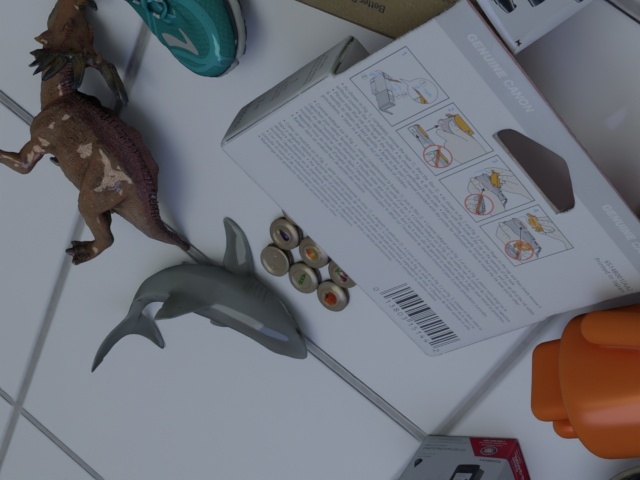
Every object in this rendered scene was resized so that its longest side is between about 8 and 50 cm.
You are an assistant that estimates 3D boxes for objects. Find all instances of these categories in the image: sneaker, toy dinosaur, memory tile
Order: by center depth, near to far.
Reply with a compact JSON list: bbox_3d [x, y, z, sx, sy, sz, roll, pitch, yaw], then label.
[{"bbox_3d":[-0.183,-0.255,0.815,0.275,0.110,0.107,47,130,0],"label":"sneaker"},{"bbox_3d":[0.000,0.000,0.903,0.113,0.012,0.148,34,129,12],"label":"memory tile"},{"bbox_3d":[-0.235,-0.102,0.930,0.200,0.127,0.296,-37,98,33],"label":"toy dinosaur"}]

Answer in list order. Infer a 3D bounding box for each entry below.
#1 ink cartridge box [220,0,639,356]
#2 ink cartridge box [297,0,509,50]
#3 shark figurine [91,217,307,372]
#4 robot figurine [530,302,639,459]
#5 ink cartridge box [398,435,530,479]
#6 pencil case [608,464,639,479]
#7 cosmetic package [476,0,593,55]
[{"bbox_3d":[0.107,-0.043,0.720,0.261,0.066,0.296,-24,120,40],"label":"ink cartridge box"},{"bbox_3d":[0.065,-0.262,0.669,0.234,0.088,0.193,26,127,16],"label":"ink cartridge box"},{"bbox_3d":[-0.165,0.076,0.986,0.278,0.116,0.166,-5,111,32],"label":"shark figurine"},{"bbox_3d":[0.283,0.111,0.711,0.219,0.128,0.158,-16,102,36],"label":"robot figurine"},{"bbox_3d":[0.133,0.267,0.877,0.109,0.150,0.063,-6,112,34],"label":"ink cartridge box"},{"bbox_3d":[0.390,0.367,0.738,0.410,0.160,0.183,40,102,-1],"label":"pencil case"},{"bbox_3d":[0.194,-0.230,0.549,0.239,0.060,0.099,-34,124,17],"label":"cosmetic package"}]
